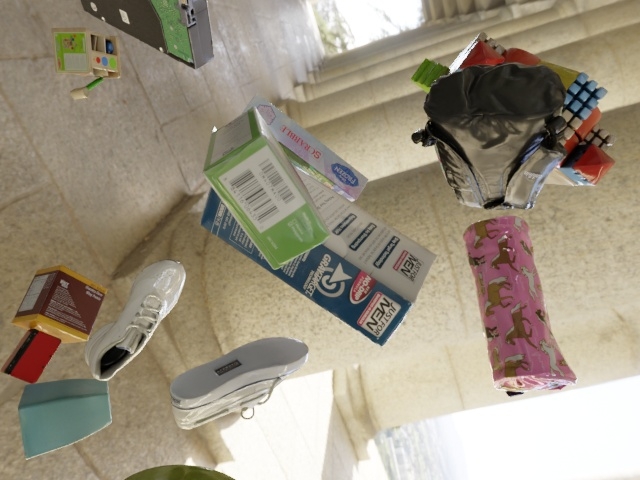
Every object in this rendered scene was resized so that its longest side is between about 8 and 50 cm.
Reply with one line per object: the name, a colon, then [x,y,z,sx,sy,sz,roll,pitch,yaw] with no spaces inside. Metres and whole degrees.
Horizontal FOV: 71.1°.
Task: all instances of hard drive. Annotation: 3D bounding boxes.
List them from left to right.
hard drive: [-0.354,-0.499,0.843,0.064,0.339,0.237,-47,159,-30]

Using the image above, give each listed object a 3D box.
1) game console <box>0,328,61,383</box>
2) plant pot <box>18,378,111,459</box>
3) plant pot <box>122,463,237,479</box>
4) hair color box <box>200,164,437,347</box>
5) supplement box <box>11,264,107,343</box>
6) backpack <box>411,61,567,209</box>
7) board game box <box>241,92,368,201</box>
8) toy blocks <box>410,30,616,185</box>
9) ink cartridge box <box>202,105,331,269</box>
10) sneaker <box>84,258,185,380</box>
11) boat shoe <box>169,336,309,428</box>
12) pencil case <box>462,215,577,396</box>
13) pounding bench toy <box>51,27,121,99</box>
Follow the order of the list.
game console: [-0.884,0.352,1.369,0.085,0.124,0.144,40,56,-30]
plant pot: [-0.788,0.535,1.403,0.165,0.234,0.166,16,-71,63]
plant pot: [-0.205,0.506,0.559,0.353,0.366,0.367,-95,166,-61]
hair color box: [0.000,0.000,0.729,0.174,0.347,0.105,-42,163,-56]
supplement box: [-0.857,0.215,1.488,0.191,0.129,0.194,48,40,-47]
backpack: [0.203,-0.111,0.511,0.182,0.151,0.115,49,59,-54]
board game box: [-0.077,-0.189,1.138,0.318,0.066,0.318,36,-16,-11]
toy blocks: [0.346,-0.215,0.747,0.381,0.191,0.261,37,9,-3]
ink cartridge box: [-0.060,-0.070,0.464,0.109,0.062,0.209,56,4,-26]
sneaker: [-0.388,0.176,0.968,0.111,0.297,0.129,37,-6,-29]
boat shoe: [-0.186,0.366,1.111,0.367,0.135,0.157,-16,121,-39]
pencil case: [0.421,0.130,0.979,0.167,0.160,0.386,67,17,-60]
pounding bench toy: [-0.297,-0.224,0.580,0.065,0.052,0.083,-41,135,-70]
